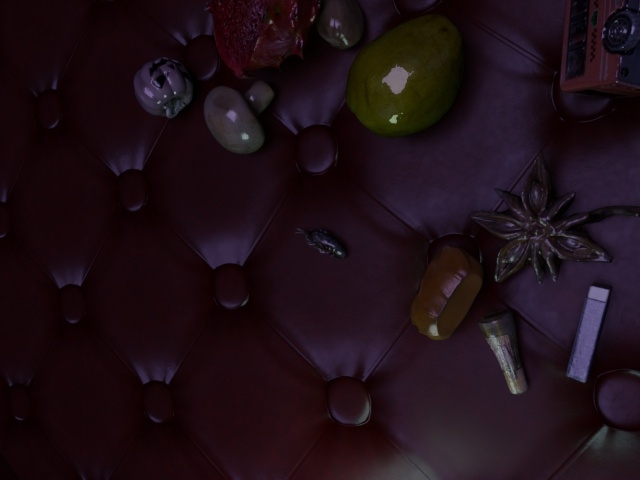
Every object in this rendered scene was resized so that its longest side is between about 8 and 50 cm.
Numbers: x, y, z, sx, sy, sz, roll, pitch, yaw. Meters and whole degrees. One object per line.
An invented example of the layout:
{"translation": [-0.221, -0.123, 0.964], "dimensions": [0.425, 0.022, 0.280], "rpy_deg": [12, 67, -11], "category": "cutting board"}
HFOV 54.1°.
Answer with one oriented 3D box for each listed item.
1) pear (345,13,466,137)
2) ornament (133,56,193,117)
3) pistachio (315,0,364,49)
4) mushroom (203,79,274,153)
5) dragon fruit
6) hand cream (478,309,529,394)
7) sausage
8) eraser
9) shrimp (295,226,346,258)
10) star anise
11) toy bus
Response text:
{"translation": [0.207, -0.391, 1.503], "dimensions": [0.307, 0.253, 0.253], "rpy_deg": [-44, 72, 6], "category": "pear"}
{"translation": [-0.471, -0.458, 1.902], "dimensions": [0.177, 0.177, 0.178], "rpy_deg": [1, 93, 28], "category": "ornament"}
{"translation": [0.046, -0.592, 1.658], "dimensions": [0.126, 0.108, 0.186], "rpy_deg": [-19, 75, 3], "category": "pistachio"}
{"translation": [-0.233, -0.355, 1.790], "dimensions": [0.206, 0.209, 0.206], "rpy_deg": [17, 140, 15], "category": "mushroom"}
{"translation": [-0.133, -0.622, 1.658], "dimensions": [0.371, 0.248, 0.387], "rpy_deg": [26, 117, 57], "category": "dragon fruit"}
{"translation": [0.446, 0.272, 1.502], "dimensions": [0.083, 0.084, 0.203], "rpy_deg": [-17, 91, 28], "category": "hand cream"}
{"translation": [0.306, 0.131, 1.541], "dimensions": [0.136, 0.120, 0.241], "rpy_deg": [42, 112, 56], "category": "sausage"}
{"translation": [0.602, 0.203, 1.403], "dimensions": [0.046, 0.091, 0.213], "rpy_deg": [15, 98, 28], "category": "eraser"}
{"translation": [0.000, 0.000, 1.735], "dimensions": [0.165, 0.065, 0.057], "rpy_deg": [31, 74, 29], "category": "shrimp"}
{"translation": [0.516, -0.031, 1.432], "dimensions": [0.292, 0.109, 0.349], "rpy_deg": [48, 123, 11], "category": "star anise"}
{"translation": [0.627, -0.510, 1.274], "dimensions": [0.233, 0.202, 0.427], "rpy_deg": [-166, 79, -69], "category": "toy bus"}
